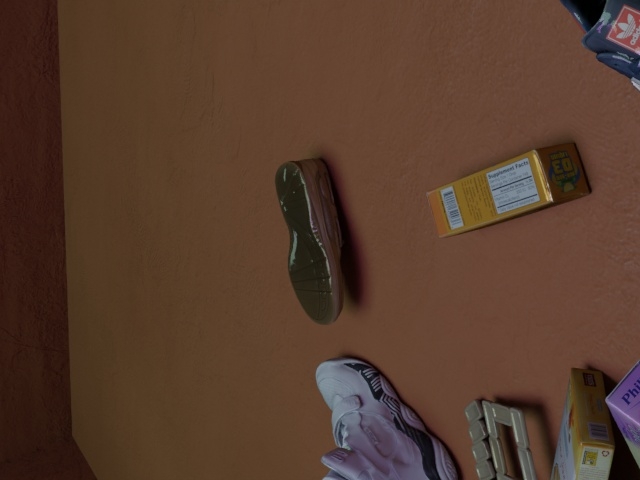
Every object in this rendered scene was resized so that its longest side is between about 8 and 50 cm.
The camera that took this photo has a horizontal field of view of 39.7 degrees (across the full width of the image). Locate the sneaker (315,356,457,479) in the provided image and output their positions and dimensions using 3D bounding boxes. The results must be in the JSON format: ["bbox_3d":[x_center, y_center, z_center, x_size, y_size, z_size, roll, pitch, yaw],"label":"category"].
[{"bbox_3d":[0.055,0.353,1.573,0.366,0.210,0.137,42,136,40],"label":"sneaker"}]

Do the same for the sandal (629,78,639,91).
[{"bbox_3d":[0.406,-0.158,0.956,0.180,0.049,0.072,45,138,37],"label":"sandal"}]

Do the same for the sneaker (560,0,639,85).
[{"bbox_3d":[0.348,-0.184,0.857,0.131,0.148,0.350,-66,33,25],"label":"sneaker"}]

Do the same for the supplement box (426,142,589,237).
[{"bbox_3d":[0.250,-0.065,1.213,0.233,0.078,0.080,-17,86,57],"label":"supplement box"}]

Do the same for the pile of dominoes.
[{"bbox_3d":[0.299,0.363,1.369,0.196,0.040,0.251,177,81,-73],"label":"pile of dominoes"}]

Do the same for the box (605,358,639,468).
[{"bbox_3d":[0.447,0.233,0.916,0.243,0.117,0.213,37,172,43],"label":"box"}]

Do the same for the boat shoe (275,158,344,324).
[{"bbox_3d":[0.000,0.000,1.608,0.109,0.098,0.302,-10,93,44],"label":"boat shoe"}]

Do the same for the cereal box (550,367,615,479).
[{"bbox_3d":[0.340,0.315,1.174,0.047,0.173,0.240,7,115,8],"label":"cereal box"}]
